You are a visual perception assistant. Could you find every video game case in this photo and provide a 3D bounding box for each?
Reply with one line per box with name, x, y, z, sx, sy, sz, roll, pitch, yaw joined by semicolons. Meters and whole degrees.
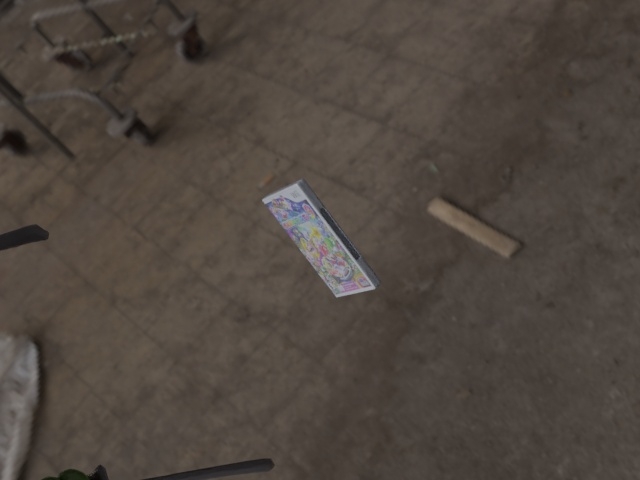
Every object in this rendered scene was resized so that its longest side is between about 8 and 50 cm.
video game case;0.000;0.000;1.089;0.011;0.122;0.087;-41;9;-24

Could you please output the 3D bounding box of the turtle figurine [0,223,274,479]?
turtle figurine;-0.203;0.075;0.575;0.274;0.266;0.198;-24;74;3
